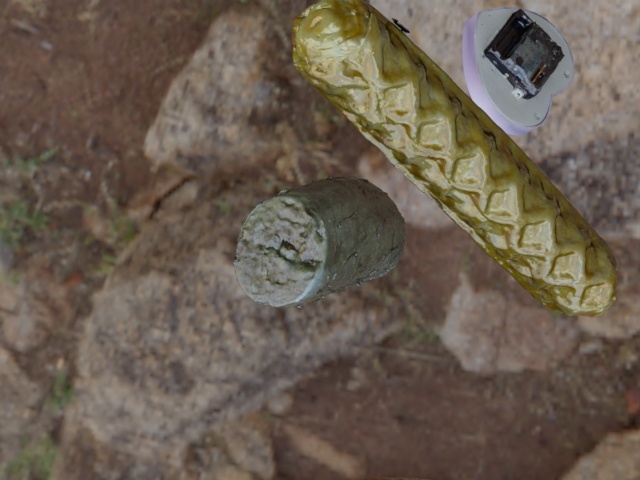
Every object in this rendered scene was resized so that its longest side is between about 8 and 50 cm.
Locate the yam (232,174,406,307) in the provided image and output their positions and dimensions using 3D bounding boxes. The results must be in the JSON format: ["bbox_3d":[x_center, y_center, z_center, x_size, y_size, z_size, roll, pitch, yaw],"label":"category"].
[{"bbox_3d":[0.000,0.000,1.171,0.107,0.183,0.107,4,99,23],"label":"yam"}]

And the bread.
[{"bbox_3d":[0.112,-0.056,1.059,0.367,0.077,0.084,40,163,-30],"label":"bread"}]

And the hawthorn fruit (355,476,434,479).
[{"bbox_3d":[0.049,0.345,1.256,0.277,0.277,0.298,40,164,-32],"label":"hawthorn fruit"}]

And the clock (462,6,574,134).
[{"bbox_3d":[0.274,-0.253,1.920,0.172,0.198,0.064,47,144,-12],"label":"clock"}]
